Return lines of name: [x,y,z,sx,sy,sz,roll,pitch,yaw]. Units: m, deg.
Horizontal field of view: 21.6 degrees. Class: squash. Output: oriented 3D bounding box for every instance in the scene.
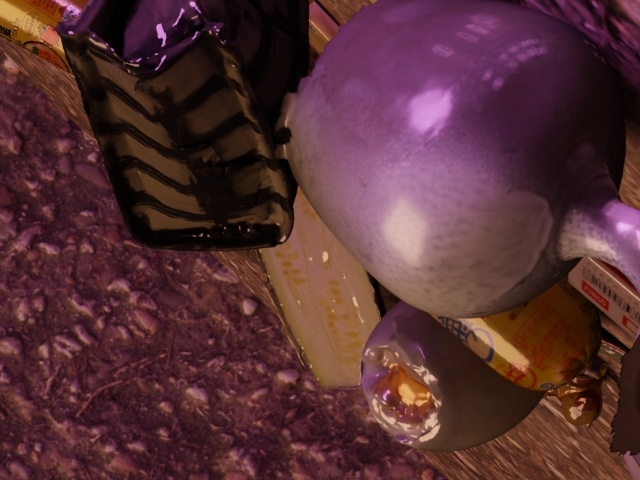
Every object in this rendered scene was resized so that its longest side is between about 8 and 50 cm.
squash: [0.000,0.000,1.956,0.309,0.210,0.234,44,158,-21]

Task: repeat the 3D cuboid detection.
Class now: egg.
egg: [0.159,0.127,1.808,0.183,0.217,0.183,26,126,42]

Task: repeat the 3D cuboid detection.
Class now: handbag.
handbag: [-0.095,-0.196,1.252,0.163,0.325,0.327,-1,158,5]

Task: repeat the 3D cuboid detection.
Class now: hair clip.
hair clip: [0.310,0.128,1.728,0.137,0.022,0.054,35,169,22]

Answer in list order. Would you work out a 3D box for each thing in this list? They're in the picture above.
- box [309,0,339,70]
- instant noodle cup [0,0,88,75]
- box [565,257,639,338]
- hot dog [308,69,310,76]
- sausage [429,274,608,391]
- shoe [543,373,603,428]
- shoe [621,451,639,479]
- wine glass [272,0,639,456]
box: [-0.003,-0.198,1.682,0.073,0.020,0.149,46,170,-10]
instant noodle cup: [-0.338,-0.309,2.209,0.144,0.182,0.182,34,169,6]
box: [0.309,0.073,1.420,0.229,0.050,0.123,41,172,18]
hot dog: [-0.060,-0.174,1.779,0.102,0.076,0.249,42,180,-6]
sausage: [0.146,0.025,1.684,0.347,0.123,0.123,41,170,17]
shoe: [0.279,0.159,1.861,0.109,0.072,0.069,28,123,46]
shoe: [0.380,0.222,1.646,0.245,0.095,0.137,30,159,45]
wine glass: [0.141,-0.031,1.149,0.323,0.238,0.238,32,165,34]
